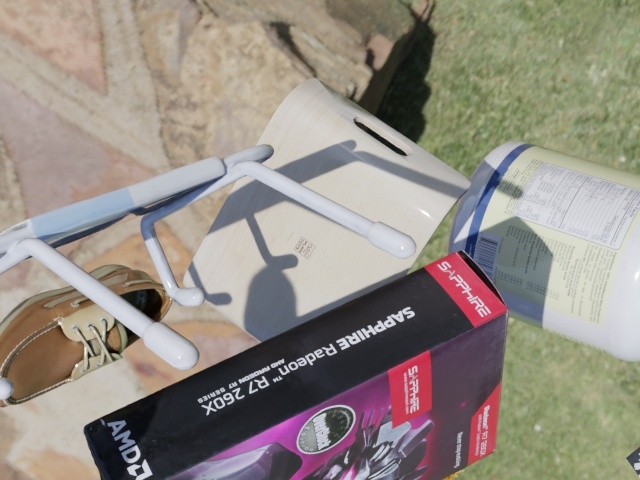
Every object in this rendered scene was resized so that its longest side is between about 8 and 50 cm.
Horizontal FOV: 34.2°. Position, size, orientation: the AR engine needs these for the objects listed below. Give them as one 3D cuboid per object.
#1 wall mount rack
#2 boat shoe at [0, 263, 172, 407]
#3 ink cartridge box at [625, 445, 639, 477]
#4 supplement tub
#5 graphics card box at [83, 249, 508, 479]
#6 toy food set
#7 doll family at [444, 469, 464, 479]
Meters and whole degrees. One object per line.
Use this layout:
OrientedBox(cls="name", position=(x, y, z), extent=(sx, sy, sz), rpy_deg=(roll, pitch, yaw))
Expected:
OrientedBox(cls="wall mount rack", position=(-0.120, 0.017, 0.771), extent=(0.304, 0.350, 0.130), rpy_deg=(-20, 94, 49))
OrientedBox(cls="boat shoe", position=(-0.324, 0.121, 1.436), extent=(0.120, 0.324, 0.122), rpy_deg=(6, 117, 27))
OrientedBox(cls="ink cartridge box", position=(0.479, 0.249, 1.277), extent=(0.097, 0.046, 0.207), rpy_deg=(58, 133, 25))
OrientedBox(cls="supplement tub", position=(0.356, 0.018, 1.354), extent=(0.325, 0.235, 0.235), rpy_deg=(21, 134, 30))
OrientedBox(cls="graphics card box", position=(-0.007, 0.179, 0.943), extent=(0.094, 0.371, 0.233), rpy_deg=(54, 159, 39))
OrientedBox(cls="toy food set", position=(0.000, 0.000, 1.192), extent=(0.220, 0.092, 0.306), rpy_deg=(35, 113, 11))
OrientedBox(cls="doll family", position=(0.126, 0.286, 1.398), extent=(0.263, 0.163, 0.118), rpy_deg=(-60, 43, 33))
